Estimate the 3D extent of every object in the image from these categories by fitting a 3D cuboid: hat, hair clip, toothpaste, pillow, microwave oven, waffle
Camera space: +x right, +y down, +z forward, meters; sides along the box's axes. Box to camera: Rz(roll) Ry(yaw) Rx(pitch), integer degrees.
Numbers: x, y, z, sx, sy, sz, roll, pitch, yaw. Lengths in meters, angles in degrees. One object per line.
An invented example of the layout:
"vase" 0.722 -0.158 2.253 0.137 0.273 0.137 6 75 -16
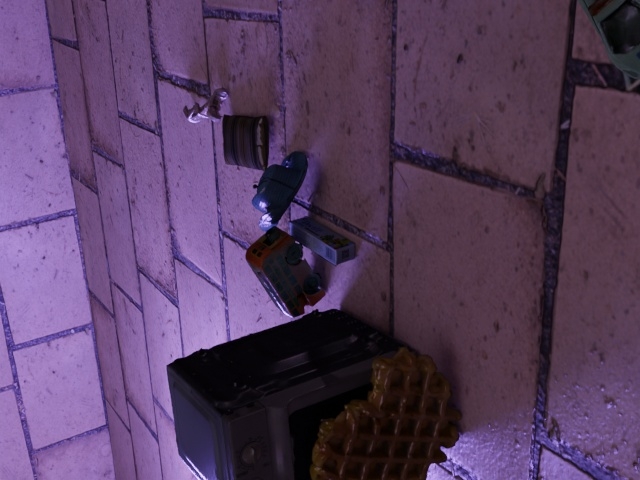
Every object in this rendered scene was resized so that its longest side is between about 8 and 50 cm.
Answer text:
"hat" -0.089 -0.095 1.452 0.191 0.077 0.138 126 162 -56
"hair clip" -0.269 -0.287 1.736 0.226 0.034 0.072 -4 71 59
"toothpaste" 0.000 0.000 1.418 0.164 0.046 0.034 31 131 50
"pillow" -0.157 -0.205 1.598 0.203 0.038 0.113 19 112 58
"microwave oven" -0.046 0.270 1.306 0.286 0.354 0.219 25 124 55
"waffle" 0.095 0.295 1.183 0.056 0.253 0.249 40 151 64

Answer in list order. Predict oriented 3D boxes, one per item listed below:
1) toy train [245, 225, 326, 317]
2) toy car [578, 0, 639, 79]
"toy train" -0.068 0.059 1.455 0.072 0.099 0.188 33 159 52
"toy car" 0.306 -0.252 0.785 0.093 0.058 0.186 -42 66 55
